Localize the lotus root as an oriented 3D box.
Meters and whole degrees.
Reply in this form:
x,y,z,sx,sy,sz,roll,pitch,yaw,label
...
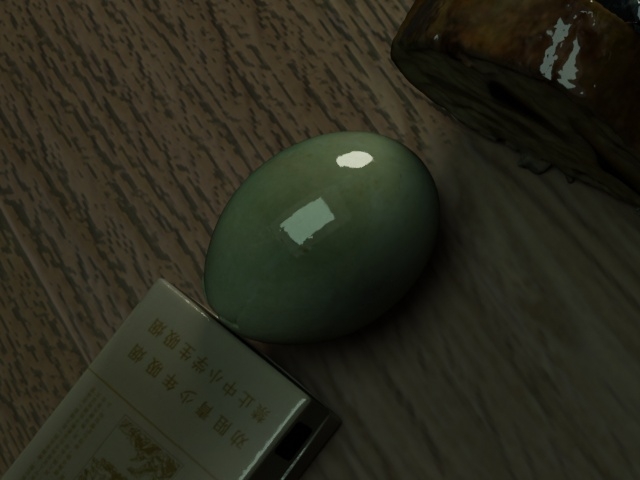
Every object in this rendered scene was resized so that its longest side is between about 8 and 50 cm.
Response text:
x,y,z,sx,sy,sz,roll,pitch,yaw,label
0.148,-0.083,1.094,0.260,0.170,0.074,32,81,38,lotus root

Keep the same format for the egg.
x,y,z,sx,sy,sz,roll,pitch,yaw,label
0.000,0.000,1.146,0.152,0.114,0.114,-33,62,2,egg

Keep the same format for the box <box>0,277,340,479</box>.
x,y,z,sx,sy,sz,roll,pitch,yaw,label
-0.102,0.142,1.169,0.141,0.058,0.201,35,86,29,box

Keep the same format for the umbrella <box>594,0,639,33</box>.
x,y,z,sx,sy,sz,roll,pitch,yaw,label
0.145,-0.173,1.178,0.224,0.080,0.071,43,116,32,umbrella
